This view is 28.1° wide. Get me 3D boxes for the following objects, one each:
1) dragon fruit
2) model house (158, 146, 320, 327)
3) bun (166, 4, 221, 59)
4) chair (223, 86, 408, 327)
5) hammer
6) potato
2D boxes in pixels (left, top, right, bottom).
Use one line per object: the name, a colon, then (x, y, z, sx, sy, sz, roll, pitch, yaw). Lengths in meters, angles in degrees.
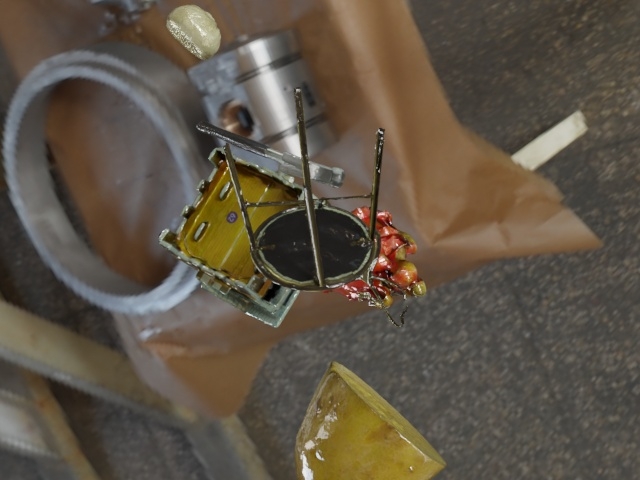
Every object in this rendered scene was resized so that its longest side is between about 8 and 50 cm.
dragon fruit: (0.063, 0.027, 1.716, 0.208, 0.133, 0.150, 29, 139, 42)
model house: (-0.101, -0.009, 2.017, 0.198, 0.215, 0.224, 26, 82, 23)
bun: (-0.173, -0.296, 1.791, 0.086, 0.055, 0.086, 43, 171, 8)
chair: (0.000, 0.000, 1.496, 0.160, 0.170, 0.325, 29, 143, 30)
hammer: (-0.087, -0.128, 1.786, 0.246, 0.103, 0.029, 24, 97, 34)
potato: (0.041, 0.268, 1.565, 0.203, 0.178, 0.158, 38, 90, 37)
